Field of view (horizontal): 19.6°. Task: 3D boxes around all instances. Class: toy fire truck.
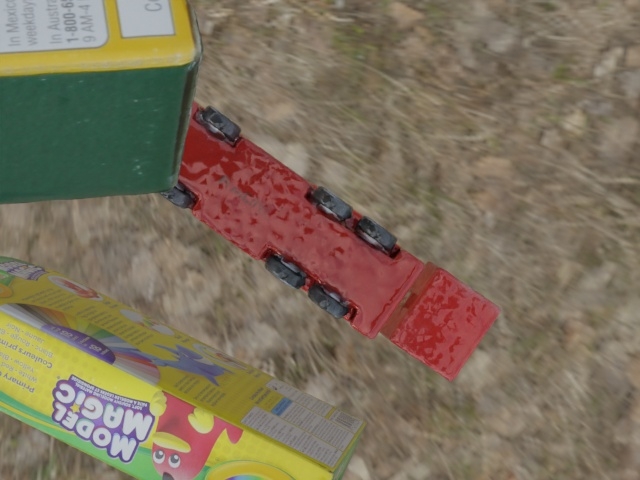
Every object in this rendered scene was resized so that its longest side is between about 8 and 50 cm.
[{"bbox_3d":[0.000,0.000,0.892,0.192,0.135,0.047,35,92,-1],"label":"toy fire truck"}]

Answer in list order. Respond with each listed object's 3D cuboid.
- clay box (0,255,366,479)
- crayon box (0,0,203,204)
[{"bbox_3d":[-0.092,0.077,0.946,0.222,0.127,0.053,25,98,6],"label":"clay box"},{"bbox_3d":[-0.213,-0.107,0.568,0.323,0.083,0.203,-4,61,-14],"label":"crayon box"}]
